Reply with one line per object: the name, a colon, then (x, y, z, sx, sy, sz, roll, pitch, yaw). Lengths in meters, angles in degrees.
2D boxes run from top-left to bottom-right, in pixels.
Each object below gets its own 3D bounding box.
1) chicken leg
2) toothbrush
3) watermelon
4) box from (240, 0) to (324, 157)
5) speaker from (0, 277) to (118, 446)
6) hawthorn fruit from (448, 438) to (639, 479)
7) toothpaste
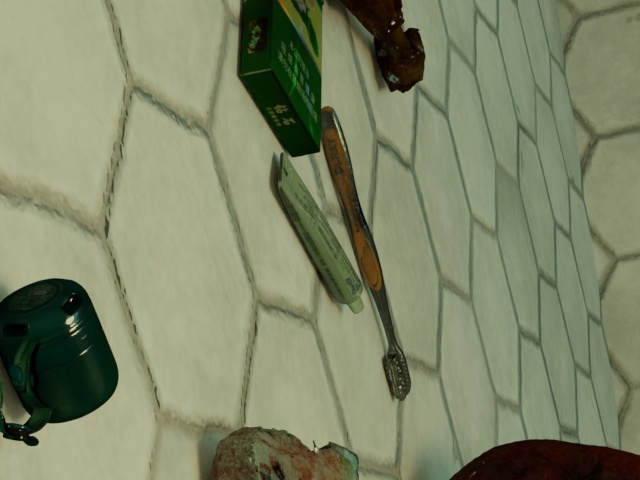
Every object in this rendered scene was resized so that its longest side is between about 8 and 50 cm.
chicken leg: (0.060, -0.253, 1.857, 0.304, 0.093, 0.113, 68, 36, -57)
toothbrush: (0.046, 0.015, 1.736, 0.031, 0.023, 0.321, -63, 140, -68)
watermelon: (-0.041, 0.193, 1.284, 0.139, 0.071, 0.187, 65, 30, -23)
box: (-0.033, -0.208, 1.588, 0.132, 0.034, 0.235, 57, 28, -51)
speaker: (-0.164, 0.072, 0.983, 0.094, 0.060, 0.075, -36, 121, -32)
hawthorn fruit: (0.252, 0.351, 1.763, 0.295, 0.295, 0.311, -82, 153, -47)
toothpaste: (0.000, 0.000, 1.586, 0.048, 0.029, 0.197, -87, 156, -45)
